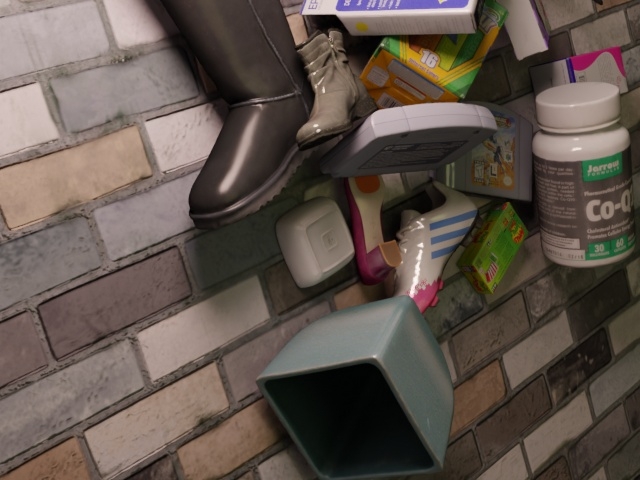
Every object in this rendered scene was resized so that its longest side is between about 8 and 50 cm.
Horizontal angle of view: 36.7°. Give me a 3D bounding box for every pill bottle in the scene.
[{"bbox_3d":[0.560,-0.141,2.057,0.204,0.204,0.361,-30,119,-38],"label":"pill bottle"}]

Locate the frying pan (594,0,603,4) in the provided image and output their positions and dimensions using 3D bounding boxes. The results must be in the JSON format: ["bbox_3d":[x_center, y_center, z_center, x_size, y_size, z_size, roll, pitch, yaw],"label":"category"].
[{"bbox_3d":[0.473,-0.636,2.096,0.326,0.053,0.197,29,34,-31],"label":"frying pan"}]

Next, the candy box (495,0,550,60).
[{"bbox_3d":[0.425,-0.490,2.034,0.164,0.070,0.196,64,24,-18],"label":"candy box"}]

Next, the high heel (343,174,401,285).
[{"bbox_3d":[0.076,-0.040,1.784,0.082,0.117,0.244,-14,76,-33],"label":"high heel"}]

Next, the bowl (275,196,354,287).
[{"bbox_3d":[0.000,0.000,1.703,0.142,0.053,0.142,-32,107,-38],"label":"bowl"}]

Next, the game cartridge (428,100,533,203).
[{"bbox_3d":[0.343,-0.188,2.014,0.297,0.062,0.198,5,89,-41],"label":"game cartridge"}]

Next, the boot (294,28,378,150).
[{"bbox_3d":[-0.004,-0.247,1.550,0.161,0.083,0.246,62,31,-10],"label":"boot"}]

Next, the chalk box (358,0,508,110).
[{"bbox_3d":[0.215,-0.375,1.789,0.180,0.179,0.289,30,66,-5],"label":"chalk box"}]

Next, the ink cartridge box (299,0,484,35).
[{"bbox_3d":[0.150,-0.487,1.699,0.072,0.307,0.303,61,40,-51],"label":"ink cartridge box"}]

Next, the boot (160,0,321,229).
[{"bbox_3d":[-0.171,-0.289,1.496,0.367,0.146,0.445,-51,126,-45],"label":"boot"}]

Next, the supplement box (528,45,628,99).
[{"bbox_3d":[0.591,-0.367,2.199,0.220,0.114,0.111,-18,99,-39],"label":"supplement box"}]

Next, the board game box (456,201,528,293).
[{"bbox_3d":[0.363,0.015,2.025,0.092,0.043,0.181,52,58,-27],"label":"board game box"}]

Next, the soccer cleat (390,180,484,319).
[{"bbox_3d":[0.182,0.030,1.839,0.143,0.116,0.331,38,64,-9],"label":"soccer cleat"}]

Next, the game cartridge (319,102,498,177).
[{"bbox_3d":[0.165,-0.178,1.709,0.294,0.196,0.060,-7,76,-37],"label":"game cartridge"}]

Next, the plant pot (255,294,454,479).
[{"bbox_3d":[0.088,0.230,1.653,0.247,0.248,0.252,60,36,-22],"label":"plant pot"}]
